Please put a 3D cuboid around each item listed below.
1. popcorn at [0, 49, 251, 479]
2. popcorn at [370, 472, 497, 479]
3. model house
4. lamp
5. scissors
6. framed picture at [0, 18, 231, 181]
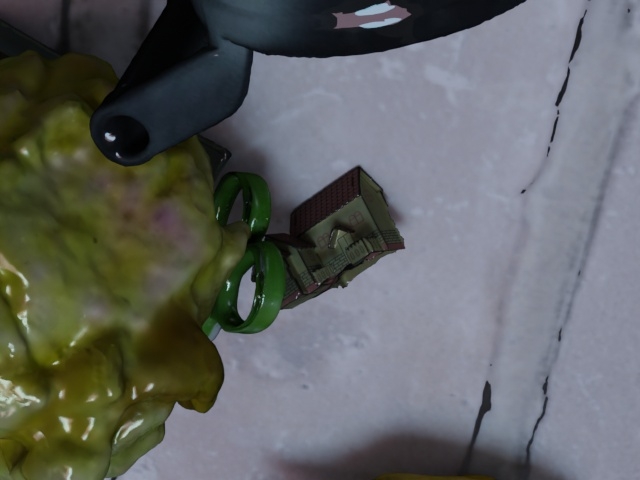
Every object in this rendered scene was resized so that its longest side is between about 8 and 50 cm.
[{"bbox_3d":[-0.166,0.023,1.068,0.259,0.259,0.212,40,154,-19],"label":"popcorn"},{"bbox_3d":[0.054,0.260,1.276,0.253,0.191,0.190,-12,157,19],"label":"popcorn"},{"bbox_3d":[0.000,0.000,1.168,0.083,0.057,0.058,-33,76,30],"label":"model house"},{"bbox_3d":[0.002,-0.231,0.909,0.374,0.205,0.272,-18,118,28],"label":"lamp"},{"bbox_3d":[-0.079,0.043,1.198,0.027,0.101,0.204,7,147,-28],"label":"scissors"},{"bbox_3d":[-0.227,0.007,1.179,0.231,0.018,0.293,31,105,-12],"label":"framed picture"}]
